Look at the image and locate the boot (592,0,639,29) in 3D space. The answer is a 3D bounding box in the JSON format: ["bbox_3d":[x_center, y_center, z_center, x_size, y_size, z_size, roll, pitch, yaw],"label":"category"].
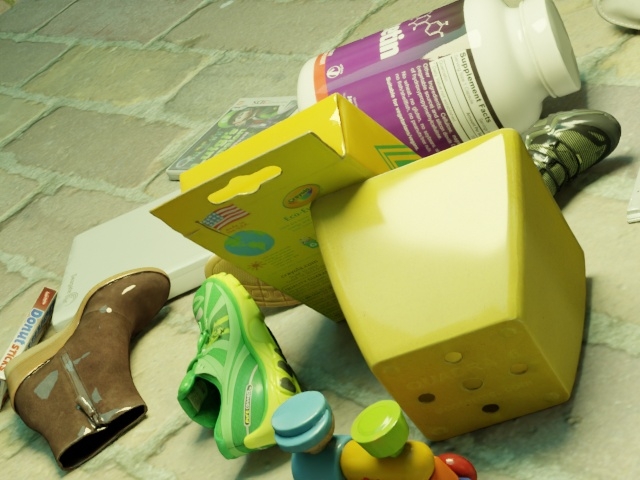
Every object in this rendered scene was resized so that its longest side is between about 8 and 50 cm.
[{"bbox_3d":[0.425,-0.282,1.636,0.258,0.095,0.123,1,34,43],"label":"boot"}]

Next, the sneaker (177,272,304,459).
[{"bbox_3d":[-0.104,0.129,1.454,0.123,0.109,0.295,-28,28,-4],"label":"sneaker"}]

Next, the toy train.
[{"bbox_3d":[0.079,0.193,1.137,0.248,0.143,0.105,-5,37,39],"label":"toy train"}]

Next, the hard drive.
[{"bbox_3d":[-0.185,-0.004,1.818,0.353,0.047,0.233,-24,28,13],"label":"hard drive"}]

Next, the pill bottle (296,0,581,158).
[{"bbox_3d":[0.145,-0.189,1.661,0.323,0.181,0.181,-19,30,20],"label":"pill bottle"}]

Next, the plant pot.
[{"bbox_3d":[0.131,0.060,1.260,0.212,0.212,0.187,-20,46,18],"label":"plant pot"}]

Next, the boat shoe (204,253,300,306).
[{"bbox_3d":[0.000,0.000,1.589,0.277,0.098,0.096,-15,30,8],"label":"boat shoe"}]

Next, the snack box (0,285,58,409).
[{"bbox_3d":[-0.388,0.139,1.761,0.022,0.064,0.178,20,39,0],"label":"snack box"}]

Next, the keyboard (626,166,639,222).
[{"bbox_3d":[0.390,-0.105,1.475,0.072,0.014,0.256,-5,37,30],"label":"keyboard"}]

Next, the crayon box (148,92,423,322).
[{"bbox_3d":[0.003,-0.033,1.373,0.202,0.318,0.081,-24,56,27],"label":"crayon box"}]

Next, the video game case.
[{"bbox_3d":[-0.119,-0.155,2.027,0.173,0.022,0.190,4,43,47],"label":"video game case"}]

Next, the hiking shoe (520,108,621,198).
[{"bbox_3d":[0.235,-0.057,1.487,0.227,0.086,0.114,-29,41,14],"label":"hiking shoe"}]

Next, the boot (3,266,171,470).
[{"bbox_3d":[-0.246,0.151,1.614,0.248,0.090,0.207,-36,40,-14],"label":"boot"}]
